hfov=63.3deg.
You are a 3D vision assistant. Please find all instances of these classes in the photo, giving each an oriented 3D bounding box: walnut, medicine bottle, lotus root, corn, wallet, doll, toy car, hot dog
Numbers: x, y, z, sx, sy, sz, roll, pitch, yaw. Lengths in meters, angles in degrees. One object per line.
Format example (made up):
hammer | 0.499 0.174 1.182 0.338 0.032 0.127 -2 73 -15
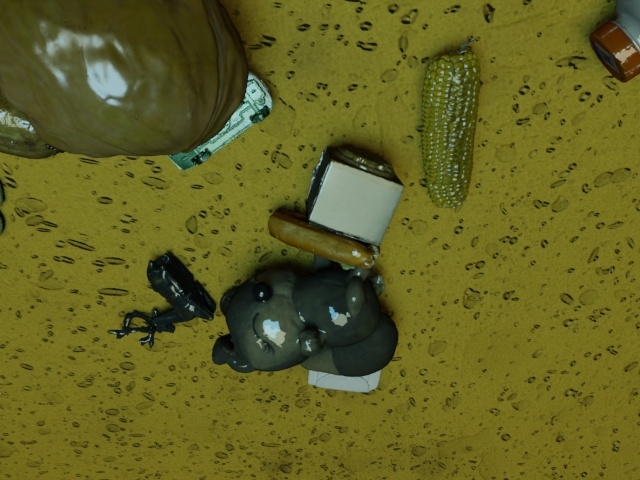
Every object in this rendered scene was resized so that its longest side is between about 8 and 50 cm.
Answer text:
walnut | -0.290 -0.299 0.731 0.308 0.354 0.397 -29 102 16
medicine bottle | 0.569 -0.370 0.784 0.289 0.157 0.157 -35 115 21
lotus root | -0.576 -0.231 0.923 0.260 0.128 0.145 21 130 -9
corn | 0.230 -0.201 0.937 0.102 0.101 0.310 -1 124 2
wallet | 0.062 0.334 1.317 0.183 0.032 0.124 7 120 -1
doll | -0.033 0.210 1.121 0.383 0.252 0.378 -14 121 18
toy car | -0.191 -0.222 0.948 0.224 0.076 0.090 -33 115 11
hot dog | 0.000 0.000 1.016 0.250 0.100 0.067 20 105 32

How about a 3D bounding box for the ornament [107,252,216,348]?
ornament | -0.390 0.151 1.185 0.236 0.080 0.202 -25 122 16

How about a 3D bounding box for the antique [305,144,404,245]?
antique | 0.060 -0.094 0.972 0.152 0.146 0.147 19 109 -10

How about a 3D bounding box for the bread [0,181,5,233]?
bread | -0.788 -0.056 1.084 0.287 0.056 0.207 -6 120 7
